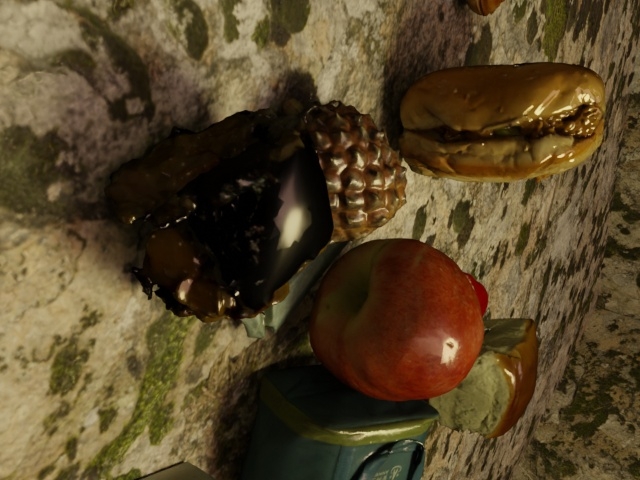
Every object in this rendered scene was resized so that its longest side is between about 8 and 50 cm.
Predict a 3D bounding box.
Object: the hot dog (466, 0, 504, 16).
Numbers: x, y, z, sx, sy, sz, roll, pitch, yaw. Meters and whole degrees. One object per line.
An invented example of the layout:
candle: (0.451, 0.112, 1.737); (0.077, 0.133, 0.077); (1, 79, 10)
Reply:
hot dog: (0.264, -0.474, 1.001); (0.102, 0.076, 0.249); (-45, 142, -16)

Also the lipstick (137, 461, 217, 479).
lipstick: (-0.243, 0.322, 0.652); (0.317, 0.068, 0.066); (0, 104, -56)

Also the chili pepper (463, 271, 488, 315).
chili pepper: (0.275, 0.132, 1.266); (0.338, 0.135, 0.131); (-33, 128, -43)

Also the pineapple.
pineapple: (0.012, -0.094, 0.757); (0.193, 0.166, 0.166); (53, 57, -18)

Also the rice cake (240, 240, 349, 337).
rice cake: (0.000, 0.000, 0.857); (0.336, 0.063, 0.066); (-50, 146, -30)

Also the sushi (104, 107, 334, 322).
sushi: (-0.087, -0.012, 0.612); (0.200, 0.213, 0.204); (-23, 122, -6)

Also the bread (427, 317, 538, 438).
bread: (0.395, 0.307, 1.451); (0.279, 0.225, 0.250); (-36, 135, -49)

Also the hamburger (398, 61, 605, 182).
hamburger: (0.283, -0.188, 0.970); (0.284, 0.305, 0.174); (-22, 114, -60)

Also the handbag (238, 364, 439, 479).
handbag: (0.018, 0.322, 0.888); (0.263, 0.222, 0.240); (1, 105, -40)

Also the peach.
peach: (0.115, 0.116, 0.851); (0.257, 0.232, 0.232); (39, 72, -41)
